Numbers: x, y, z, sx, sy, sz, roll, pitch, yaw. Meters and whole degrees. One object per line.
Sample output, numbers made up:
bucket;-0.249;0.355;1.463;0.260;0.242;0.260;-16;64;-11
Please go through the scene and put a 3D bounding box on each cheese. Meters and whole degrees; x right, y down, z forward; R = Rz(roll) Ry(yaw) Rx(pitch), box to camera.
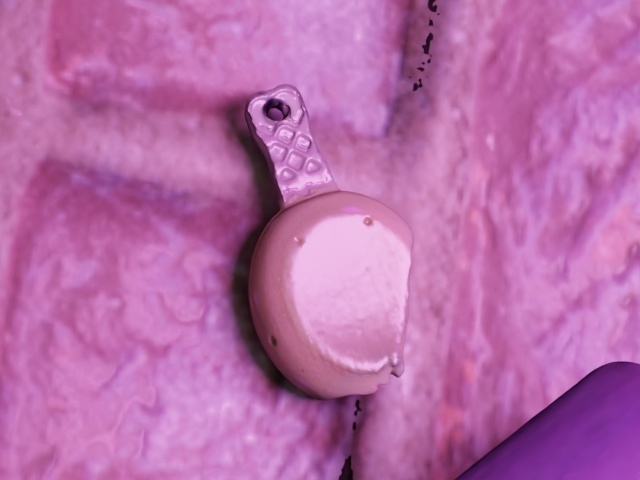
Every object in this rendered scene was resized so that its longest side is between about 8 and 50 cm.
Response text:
cheese;0.007;0.000;1.028;0.092;0.047;0.171;1;76;-14

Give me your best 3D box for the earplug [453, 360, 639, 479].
earplug;0.023;0.259;0.897;0.456;0.215;0.215;-32;86;-15
